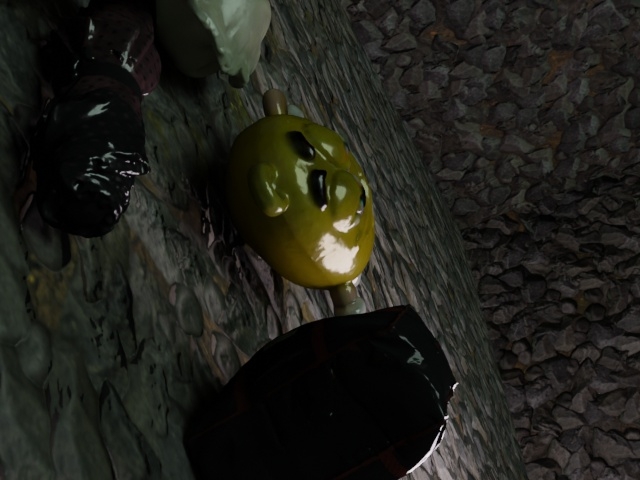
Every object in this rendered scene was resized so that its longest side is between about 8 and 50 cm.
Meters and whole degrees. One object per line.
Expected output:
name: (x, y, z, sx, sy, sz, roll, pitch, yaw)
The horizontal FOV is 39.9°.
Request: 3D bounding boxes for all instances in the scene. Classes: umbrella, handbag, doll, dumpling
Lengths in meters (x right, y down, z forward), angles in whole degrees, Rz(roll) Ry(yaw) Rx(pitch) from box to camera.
umbrella: (-0.181, -0.134, 0.732, 0.094, 0.090, 0.326, 50, 23, -41)
handbag: (0.010, 0.148, 0.782, 0.155, 0.215, 0.169, 62, 10, 7)
doll: (-0.004, -0.021, 1.084, 0.423, 0.161, 0.348, -96, 164, -63)
dumpling: (-0.124, -0.255, 1.029, 0.162, 0.132, 0.250, 53, 4, -20)
